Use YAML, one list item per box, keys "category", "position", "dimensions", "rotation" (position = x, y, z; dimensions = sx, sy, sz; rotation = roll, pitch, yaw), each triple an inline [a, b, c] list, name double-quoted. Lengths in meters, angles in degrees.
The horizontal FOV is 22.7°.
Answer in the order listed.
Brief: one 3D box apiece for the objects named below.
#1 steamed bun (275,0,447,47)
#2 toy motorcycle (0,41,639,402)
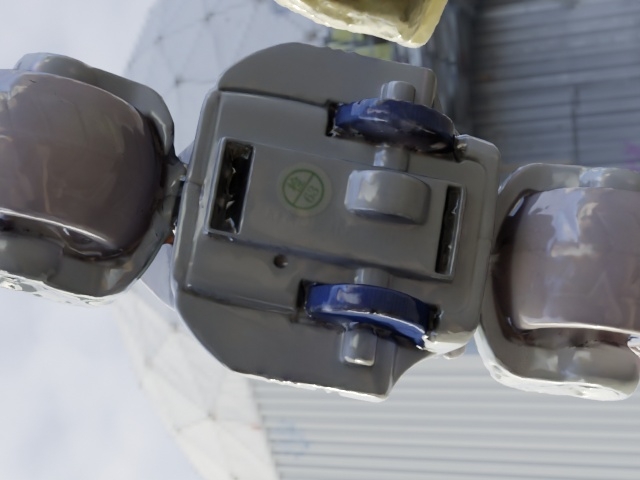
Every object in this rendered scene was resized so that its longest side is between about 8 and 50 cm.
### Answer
- category: "steamed bun"
  position: [-0.050, -0.309, 1.105]
  dimensions: [0.428, 0.247, 0.189]
  rotation: [31, -164, -12]
- category: "toy motorcycle"
  position: [0.000, 0.000, 0.513]
  dimensions: [0.112, 0.254, 0.112]
  rotation: [-169, 90, -85]
